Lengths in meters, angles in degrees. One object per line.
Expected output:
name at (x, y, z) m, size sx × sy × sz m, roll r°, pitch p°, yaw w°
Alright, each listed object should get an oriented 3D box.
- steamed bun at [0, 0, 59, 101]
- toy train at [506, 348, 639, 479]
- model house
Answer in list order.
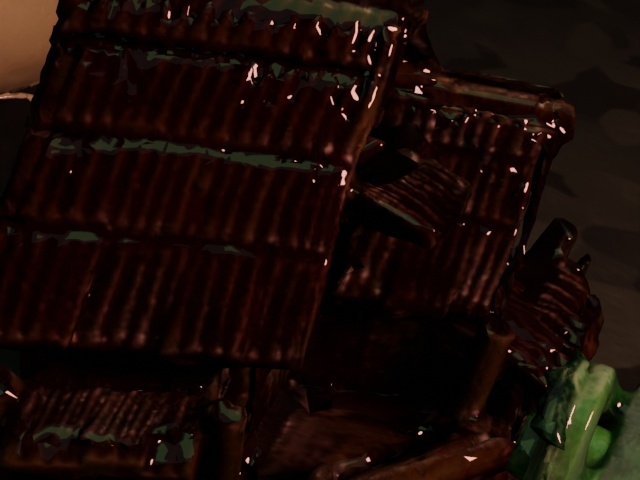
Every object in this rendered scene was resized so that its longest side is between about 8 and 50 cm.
steamed bun at (-0.293, -0.207, 1.231) m, size 0.312 × 0.233 × 0.334 m, roll -20°, pitch 34°, yaw -37°
toy train at (0.115, 0.170, 0.753) m, size 0.132 × 0.188 × 0.243 m, roll 22°, pitch 53°, yaw 11°
model house at (0.000, 0.000, 0.932) m, size 0.317 × 0.282 × 0.297 m, roll 11°, pitch 31°, yaw 1°
